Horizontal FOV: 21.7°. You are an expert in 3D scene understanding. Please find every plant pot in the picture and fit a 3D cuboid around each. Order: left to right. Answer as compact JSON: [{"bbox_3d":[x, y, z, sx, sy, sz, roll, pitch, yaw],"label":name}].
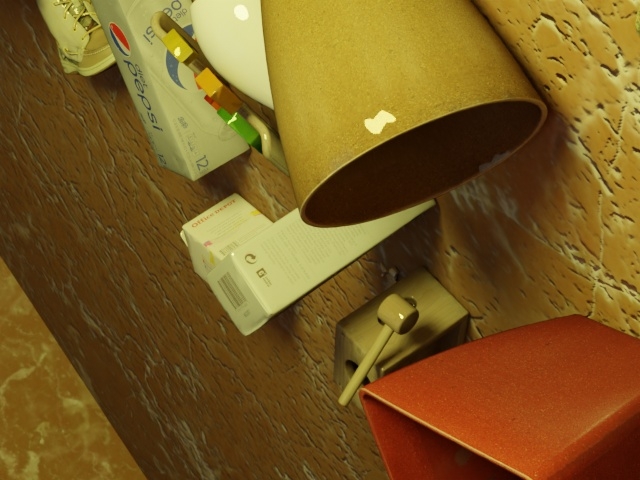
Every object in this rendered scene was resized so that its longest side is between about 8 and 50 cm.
[{"bbox_3d":[0.042,-0.175,1.503,0.254,0.237,0.237,66,160,14],"label":"plant pot"},{"bbox_3d":[0.236,0.222,1.578,0.267,0.236,0.267,24,140,53],"label":"plant pot"}]

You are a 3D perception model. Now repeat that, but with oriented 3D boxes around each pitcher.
[{"bbox_3d":[-0.025,-0.202,1.731,0.207,0.125,0.178,49,137,-7],"label":"pitcher"}]

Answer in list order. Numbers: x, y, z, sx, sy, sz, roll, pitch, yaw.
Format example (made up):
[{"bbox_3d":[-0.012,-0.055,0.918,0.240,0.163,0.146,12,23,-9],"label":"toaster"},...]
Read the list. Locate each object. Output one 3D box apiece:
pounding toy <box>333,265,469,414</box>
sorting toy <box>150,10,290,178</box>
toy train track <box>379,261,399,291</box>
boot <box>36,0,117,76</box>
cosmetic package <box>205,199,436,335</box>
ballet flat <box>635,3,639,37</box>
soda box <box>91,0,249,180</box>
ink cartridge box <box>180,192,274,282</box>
[{"bbox_3d":[0.066,0.107,1.844,0.094,0.181,0.206,46,155,27],"label":"pounding toy"},{"bbox_3d":[-0.110,-0.157,1.865,0.229,0.041,0.307,48,-176,24],"label":"sorting toy"},{"bbox_3d":[0.079,0.056,1.969,0.048,0.014,0.083,49,157,19],"label":"toy train track"},{"bbox_3d":[-0.325,-0.308,2.239,0.213,0.077,0.165,9,126,62],"label":"boot"},{"bbox_3d":[0.000,0.000,1.771,0.085,0.231,0.117,57,158,2],"label":"cosmetic package"},{"bbox_3d":[0.347,-0.063,1.136,0.348,0.123,0.123,50,156,17],"label":"ballet flat"},{"bbox_3d":[-0.191,-0.221,2.053,0.098,0.091,0.286,23,140,55],"label":"soda box"},{"bbox_3d":[-0.109,0.015,2.196,0.143,0.092,0.090,39,152,39],"label":"ink cartridge box"}]
